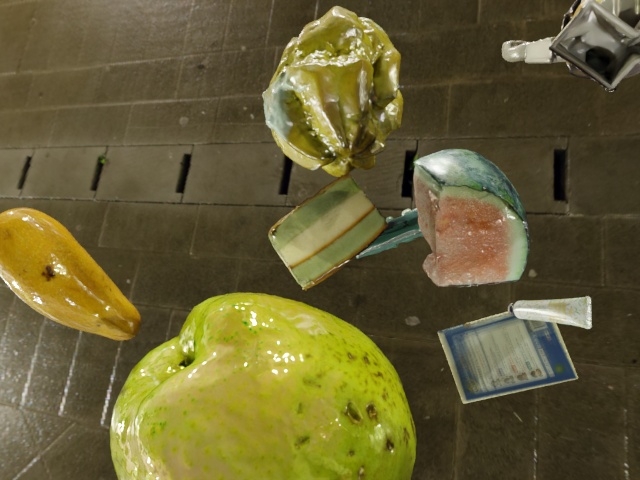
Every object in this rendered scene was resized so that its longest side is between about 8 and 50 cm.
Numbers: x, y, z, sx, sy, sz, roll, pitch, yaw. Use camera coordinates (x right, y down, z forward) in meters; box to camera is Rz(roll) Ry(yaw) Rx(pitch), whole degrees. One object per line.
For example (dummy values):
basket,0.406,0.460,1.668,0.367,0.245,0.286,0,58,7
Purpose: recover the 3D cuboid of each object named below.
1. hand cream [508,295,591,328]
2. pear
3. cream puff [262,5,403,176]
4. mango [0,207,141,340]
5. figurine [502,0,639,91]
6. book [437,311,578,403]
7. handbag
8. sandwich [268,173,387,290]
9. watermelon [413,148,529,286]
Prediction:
hand cream,0.513,0.159,0.955,0.042,0.194,0.067,14,78,-23
pear,-0.080,0.253,0.569,0.391,0.391,0.390,-4,76,17
cream puff,0.058,-0.304,0.976,0.378,0.378,0.275,-46,54,3
mango,-0.446,0.073,0.735,0.120,0.177,0.294,-42,110,-23
figurine,0.432,-0.309,0.619,0.309,0.308,0.143,11,119,20
book,0.535,0.330,1.234,0.323,0.018,0.228,-20,81,20
handbag,0.247,-0.034,1.381,0.269,0.274,0.100,-24,83,29
sandwich,0.000,0.000,0.926,0.227,0.198,0.155,-35,85,-17
watermelon,0.263,-0.018,0.751,0.226,0.318,0.148,-47,42,13
